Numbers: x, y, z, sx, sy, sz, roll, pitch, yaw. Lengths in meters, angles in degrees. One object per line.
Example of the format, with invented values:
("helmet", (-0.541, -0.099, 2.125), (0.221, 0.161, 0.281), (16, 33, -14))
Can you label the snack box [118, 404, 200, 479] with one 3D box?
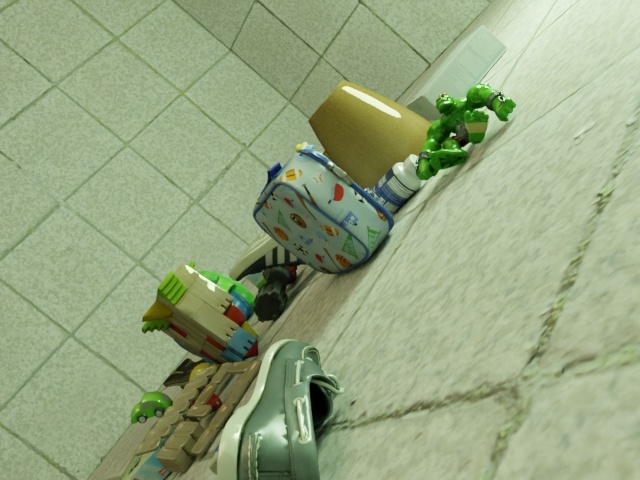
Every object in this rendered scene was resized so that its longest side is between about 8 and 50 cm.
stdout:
("snack box", (-0.357, 0.461, 1.485), (0.187, 0.060, 0.322), (-47, 7, 13))

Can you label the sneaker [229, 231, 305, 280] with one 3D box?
("sneaker", (-0.077, 0.028, 1.642), (0.350, 0.148, 0.131), (-36, 16, 25))

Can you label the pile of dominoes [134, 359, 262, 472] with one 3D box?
("pile of dominoes", (-0.236, 0.347, 1.303), (0.196, 0.040, 0.251), (-12, 29, 39))

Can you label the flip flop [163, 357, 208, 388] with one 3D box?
("flip flop", (-0.384, 0.412, 1.958), (0.277, 0.080, 0.112), (-19, 23, 48))

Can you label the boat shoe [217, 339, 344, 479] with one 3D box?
("boat shoe", (-0.023, 0.194, 0.724), (0.099, 0.116, 0.319), (-4, 9, 10))

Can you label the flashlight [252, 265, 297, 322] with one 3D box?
("flashlight", (-0.123, 0.123, 1.736), (0.103, 0.103, 0.304), (-18, 18, 11))

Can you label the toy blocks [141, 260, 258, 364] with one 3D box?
("toy blocks", (-0.267, 0.208, 1.573), (0.190, 0.261, 0.381), (-55, 1, -26))

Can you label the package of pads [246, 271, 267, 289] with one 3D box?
("package of pads", (-0.111, 0.022, 2.205), (0.296, 0.101, 0.229), (-42, 10, 47))

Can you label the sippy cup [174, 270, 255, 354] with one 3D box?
("sippy cup", (-0.357, 0.253, 2.102), (0.240, 0.305, 0.224), (7, 56, 28))

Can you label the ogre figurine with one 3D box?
("ogre figurine", (0.237, -0.193, 1.106), (0.118, 0.097, 0.197), (-85, 16, -48))

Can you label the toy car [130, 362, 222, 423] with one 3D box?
("toy car", (-0.329, 0.351, 1.469), (0.225, 0.053, 0.239), (-20, 12, -1))

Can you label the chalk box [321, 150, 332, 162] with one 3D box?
("chalk box", (0.063, -0.170, 1.780), (0.180, 0.179, 0.289), (-49, 5, 19))

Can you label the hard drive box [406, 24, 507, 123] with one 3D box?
("hard drive box", (0.341, -0.412, 1.659), (0.232, 0.089, 0.181), (-49, 6, -1))

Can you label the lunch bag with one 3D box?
("lunch bag", (-0.007, -0.051, 1.239), (0.115, 0.243, 0.303), (-53, 6, -22))

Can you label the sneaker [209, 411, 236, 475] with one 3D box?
("sneaker", (-0.097, 0.257, 0.879), (0.152, 0.058, 0.084), (-53, 11, 42))

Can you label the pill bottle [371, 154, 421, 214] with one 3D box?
("pill bottle", (0.153, -0.109, 1.269), (0.120, 0.067, 0.067), (-46, 7, 30))

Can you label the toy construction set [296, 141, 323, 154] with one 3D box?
("toy construction set", (0.026, -0.198, 2.063), (0.328, 0.151, 0.214), (-8, -76, -55))

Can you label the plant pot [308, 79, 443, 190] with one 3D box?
("plant pot", (0.107, -0.221, 1.412), (0.237, 0.254, 0.237), (-49, 5, 6))
